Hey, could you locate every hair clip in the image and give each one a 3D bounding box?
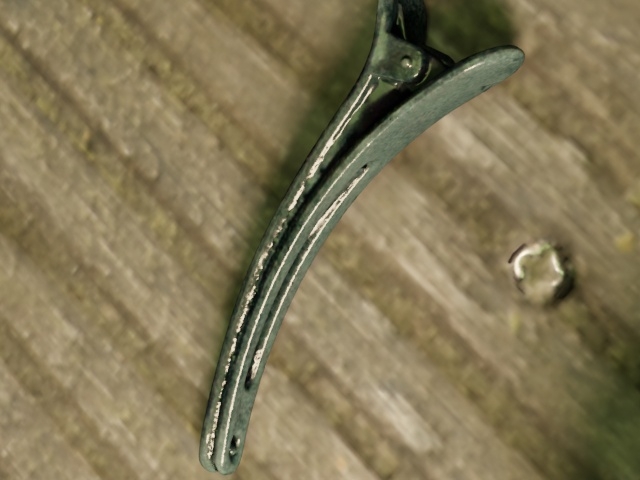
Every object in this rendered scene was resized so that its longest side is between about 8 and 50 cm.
[{"bbox_3d":[0.000,0.000,0.714,0.083,0.048,0.275,37,108,20],"label":"hair clip"}]
